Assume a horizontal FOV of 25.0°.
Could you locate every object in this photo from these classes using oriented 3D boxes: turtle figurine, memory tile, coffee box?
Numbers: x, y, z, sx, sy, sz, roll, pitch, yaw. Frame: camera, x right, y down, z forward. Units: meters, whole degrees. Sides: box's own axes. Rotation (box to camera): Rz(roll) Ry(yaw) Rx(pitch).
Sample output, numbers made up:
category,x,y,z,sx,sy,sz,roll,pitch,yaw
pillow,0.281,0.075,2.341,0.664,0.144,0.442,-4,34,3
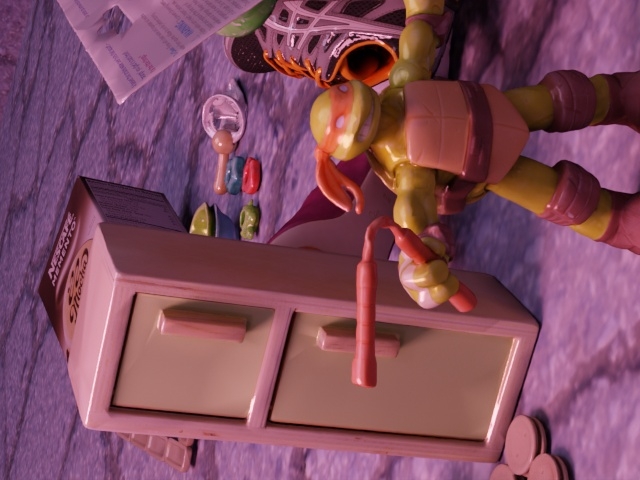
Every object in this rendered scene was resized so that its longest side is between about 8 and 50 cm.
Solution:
category,x,y,z,sx,sy,sz,roll,pitch,yaw
turtle figurine,0.081,-0.041,0.754,0.087,0.217,0.269,131,141,-58
memory tile,0.120,0.191,0.868,0.113,0.012,0.148,-116,39,-57
coffee box,-0.218,0.065,1.642,0.297,0.119,0.168,50,123,57

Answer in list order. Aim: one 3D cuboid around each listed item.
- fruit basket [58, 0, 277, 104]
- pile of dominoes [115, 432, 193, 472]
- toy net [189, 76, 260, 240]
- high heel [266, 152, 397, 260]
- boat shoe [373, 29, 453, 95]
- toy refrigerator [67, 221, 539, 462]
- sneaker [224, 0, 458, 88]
category,x,y,z,sx,sy,sz,roll,pitch,yaw
fruit basket,-0.007,-0.224,0.953,0.353,0.165,0.327,-41,26,0
pile of dominoes,-0.172,0.154,1.694,0.251,0.040,0.196,9,88,63
toy net,-0.105,-0.086,1.551,0.122,0.045,0.232,128,145,-55
high heel,0.000,0.000,1.023,0.244,0.082,0.117,-51,16,-22
boat shoe,0.042,-0.155,1.141,0.226,0.083,0.075,29,100,57
toy refrigerator,-0.010,0.067,0.892,0.094,0.269,0.102,-127,48,-64
sneaker,0.006,-0.144,1.039,0.215,0.084,0.083,-7,70,45
